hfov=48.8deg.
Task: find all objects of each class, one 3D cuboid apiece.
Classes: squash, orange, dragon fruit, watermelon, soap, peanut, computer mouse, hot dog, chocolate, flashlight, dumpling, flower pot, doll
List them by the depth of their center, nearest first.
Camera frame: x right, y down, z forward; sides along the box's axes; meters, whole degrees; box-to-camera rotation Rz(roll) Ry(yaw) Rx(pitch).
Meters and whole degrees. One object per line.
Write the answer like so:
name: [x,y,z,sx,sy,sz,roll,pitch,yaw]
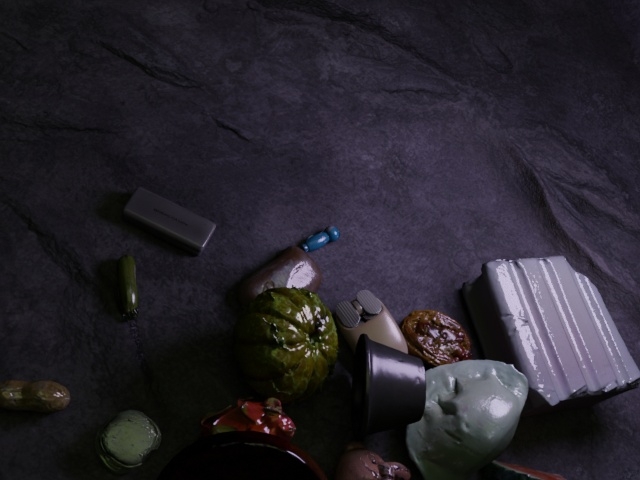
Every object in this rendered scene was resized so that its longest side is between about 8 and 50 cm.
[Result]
peanut: [-0.659,0.352,1.604,0.174,0.080,0.080,7,59,-17]
dragon fruit: [-0.171,0.467,1.628,0.227,0.224,0.224,-33,75,-15]
doll: [0.175,0.612,1.705,0.303,0.156,0.201,26,50,-9]
flower pot: [0.168,0.367,1.753,0.166,0.269,0.269,3,59,-1]
orange: [-0.089,0.251,1.762,0.301,0.223,0.300,-45,120,-44]
watermelon: [0.571,0.657,1.805,0.310,0.232,0.193,-5,54,30]
squash: [-0.497,0.118,1.817,0.052,0.052,0.183,-1,65,-20]
dumpling: [0.373,0.476,1.824,0.270,0.212,0.320,7,30,35]
computer mouse: [0.140,0.253,1.925,0.145,0.082,0.236,-26,72,-11]
chocolate: [-0.102,0.114,1.934,0.161,0.083,0.261,44,56,6]
hot dog: [0.327,0.290,1.974,0.227,0.099,0.160,28,61,-6]
soap: [0.641,0.268,2.026,0.350,0.213,0.435,-7,64,-20]
flashlight: [0.000,0.000,2.057,0.129,0.051,0.051,-30,74,-27]

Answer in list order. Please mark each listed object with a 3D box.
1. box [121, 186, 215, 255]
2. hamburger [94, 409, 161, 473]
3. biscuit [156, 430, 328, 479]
box: [-0.416,-0.052,1.937,0.243,0.055,0.103,27,56,-3]
hamburger: [-0.447,0.460,1.627,0.140,0.062,0.133,-31,76,-33]
biscuit: [-0.167,0.588,1.504,0.407,0.407,0.091,19,14,-8]
